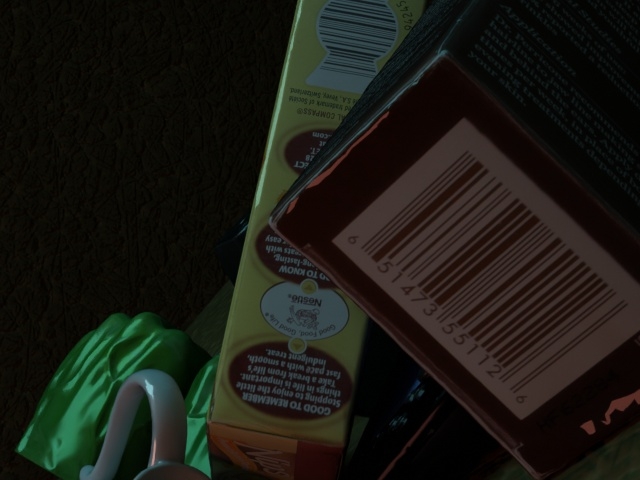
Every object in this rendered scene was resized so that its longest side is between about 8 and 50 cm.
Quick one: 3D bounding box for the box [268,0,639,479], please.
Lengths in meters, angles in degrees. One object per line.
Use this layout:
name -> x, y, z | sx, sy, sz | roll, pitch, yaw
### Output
box -> 0.134, -0.066, 0.906 | 0.143, 0.191, 0.381 | -43, 6, 34

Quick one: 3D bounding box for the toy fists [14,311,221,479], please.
toy fists -> -0.102, 0.141, 1.212 | 0.279, 0.096, 0.142 | 18, 75, 47

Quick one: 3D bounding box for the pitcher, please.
pitcher -> -0.127, 0.185, 1.038 | 0.207, 0.125, 0.178 | -34, 56, 55

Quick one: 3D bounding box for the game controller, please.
game controller -> 0.083, 0.063, 1.017 | 0.166, 0.067, 0.319 | -44, 5, 26

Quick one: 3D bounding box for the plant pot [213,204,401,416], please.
plant pot -> 0.024, 0.012, 1.311 | 0.188, 0.167, 0.187 | -46, 6, -11

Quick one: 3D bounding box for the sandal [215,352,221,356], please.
sandal -> -0.105, 0.175, 1.531 | 0.265, 0.102, 0.076 | -30, -29, -38

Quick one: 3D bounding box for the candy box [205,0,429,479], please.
candy box -> 0.000, 0.000, 1.064 | 0.183, 0.087, 0.316 | 95, -173, -68
